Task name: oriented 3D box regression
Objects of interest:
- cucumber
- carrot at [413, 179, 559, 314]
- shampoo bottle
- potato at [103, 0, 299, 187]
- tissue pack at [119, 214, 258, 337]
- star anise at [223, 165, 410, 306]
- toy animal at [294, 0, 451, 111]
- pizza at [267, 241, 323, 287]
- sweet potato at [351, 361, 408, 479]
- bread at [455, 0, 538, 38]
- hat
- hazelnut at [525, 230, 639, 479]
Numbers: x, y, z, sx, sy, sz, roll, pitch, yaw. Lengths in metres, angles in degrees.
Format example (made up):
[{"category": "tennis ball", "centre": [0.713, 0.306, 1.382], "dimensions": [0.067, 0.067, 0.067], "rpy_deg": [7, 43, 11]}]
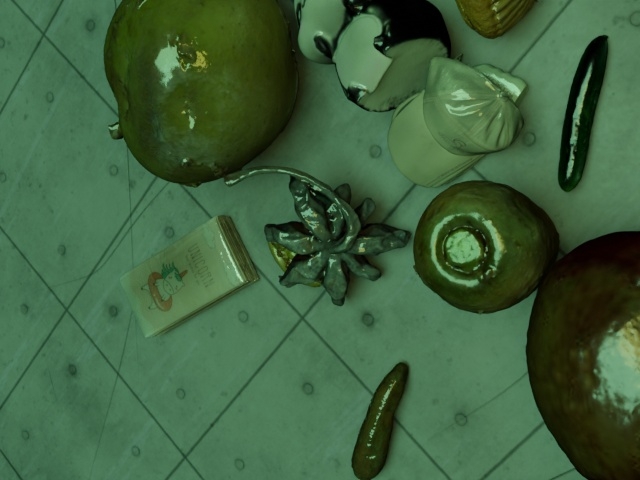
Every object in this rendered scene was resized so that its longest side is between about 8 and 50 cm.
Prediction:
[{"category": "cucumber", "centre": [0.464, -0.226, 1.499], "dimensions": [0.056, 0.056, 0.284], "rpy_deg": [14, 97, 27]}, {"category": "carrot", "centre": [0.295, 0.010, 1.458], "dimensions": [0.224, 0.341, 0.224], "rpy_deg": [1, 92, 28]}, {"category": "shampoo bottle", "centre": [0.308, -0.298, 1.580], "dimensions": [0.152, 0.045, 0.077], "rpy_deg": [36, 113, 19]}, {"category": "potato", "centre": [-0.269, -0.309, 1.652], "dimensions": [0.386, 0.319, 0.442], "rpy_deg": [8, 125, 14]}, {"category": "tissue pack", "centre": [-0.310, 0.088, 1.946], "dimensions": [0.325, 0.071, 0.170], "rpy_deg": [-29, 79, 28]}, {"category": "star anise", "centre": [0.000, 0.000, 1.674], "dimensions": [0.360, 0.139, 0.315], "rpy_deg": [-3, 108, 3]}, {"category": "toy animal", "centre": [0.082, -0.413, 1.599], "dimensions": [0.251, 0.251, 0.310], "rpy_deg": [-43, 65, 25]}, {"category": "pizza", "centre": [-0.047, 0.018, 1.809], "dimensions": [0.175, 0.046, 0.134], "rpy_deg": [34, 111, 22]}, {"category": "sweet potato", "centre": [0.121, 0.379, 1.742], "dimensions": [0.075, 0.075, 0.273], "rpy_deg": [21, 105, 25]}, {"category": "bread", "centre": [0.291, -0.470, 1.469], "dimensions": [0.139, 0.240, 0.239], "rpy_deg": [-16, 88, 17]}, {"category": "hat", "centre": [0.235, -0.193, 1.531], "dimensions": [0.219, 0.164, 0.226], "rpy_deg": [37, 99, -16]}, {"category": "hazelnut", "centre": [0.519, 0.186, 1.331], "dimensions": [0.353, 0.421, 0.420], "rpy_deg": [-40, 76, 44]}]
